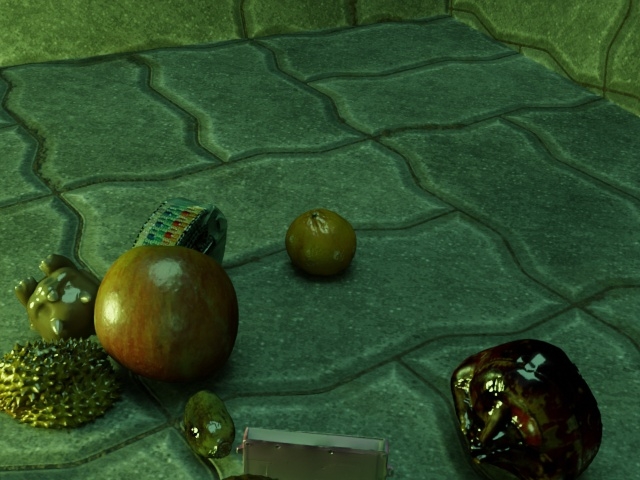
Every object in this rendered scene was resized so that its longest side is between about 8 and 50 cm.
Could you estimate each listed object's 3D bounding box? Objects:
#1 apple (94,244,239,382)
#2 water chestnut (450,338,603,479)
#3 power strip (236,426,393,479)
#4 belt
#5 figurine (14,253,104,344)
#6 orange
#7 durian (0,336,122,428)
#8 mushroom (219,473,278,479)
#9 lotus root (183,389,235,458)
[{"bbox_3d":[-0.301,0.131,1.824,0.301,0.302,0.302,2,31,-1],"label":"apple"},{"bbox_3d":[0.371,0.315,1.655,0.244,0.289,0.289,-37,37,2],"label":"water chestnut"},{"bbox_3d":[-0.009,0.391,1.616,0.278,0.109,0.037,5,34,3],"label":"power strip"},{"bbox_3d":[-0.322,0.021,2.105,0.150,0.207,0.257,18,51,22],"label":"belt"},{"bbox_3d":[-0.528,0.143,1.909,0.173,0.247,0.177,43,61,11],"label":"figurine"},{"bbox_3d":[0.002,0.003,2.220,0.177,0.155,0.178,12,35,-9],"label":"orange"},{"bbox_3d":[-0.508,0.265,1.768,0.249,0.138,0.183,-5,23,-25],"label":"durian"},{"bbox_3d":[-0.099,0.478,1.436,0.253,0.153,0.253,11,31,-7],"label":"mushroom"},{"bbox_3d":[-0.212,0.343,1.696,0.080,0.089,0.179,36,8,-35],"label":"lotus root"}]
